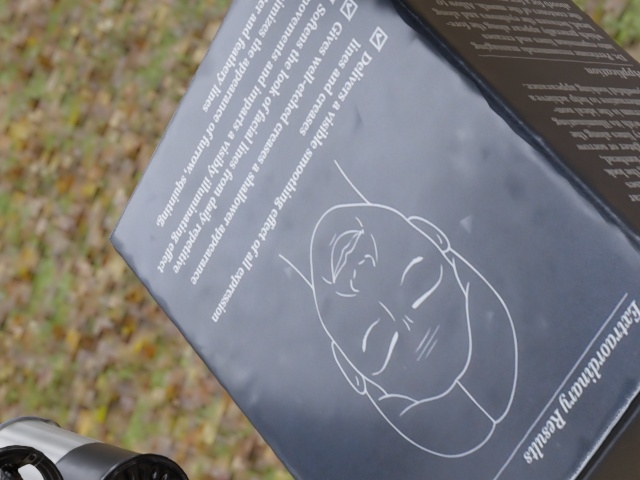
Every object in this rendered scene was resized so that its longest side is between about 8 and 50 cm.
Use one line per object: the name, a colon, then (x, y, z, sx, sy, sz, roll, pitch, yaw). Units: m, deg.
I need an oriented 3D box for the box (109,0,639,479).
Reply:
box: (0.093, 0.013, 1.155, 0.395, 0.212, 0.293, 50, 124, 30)

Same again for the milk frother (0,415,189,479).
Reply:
milk frother: (-0.176, 0.153, 1.084, 0.134, 0.143, 0.129, 8, 46, 47)
